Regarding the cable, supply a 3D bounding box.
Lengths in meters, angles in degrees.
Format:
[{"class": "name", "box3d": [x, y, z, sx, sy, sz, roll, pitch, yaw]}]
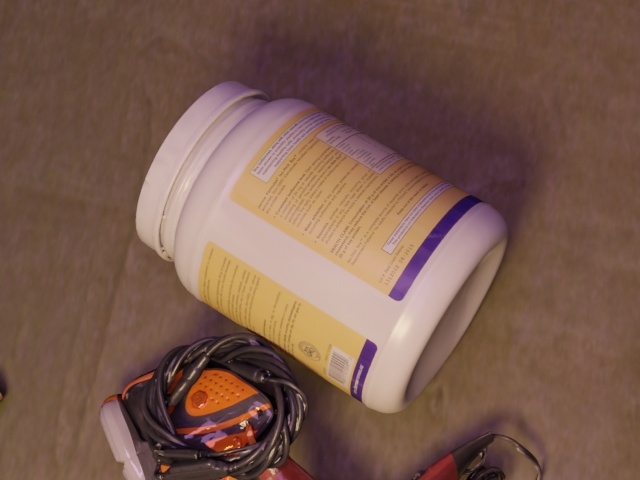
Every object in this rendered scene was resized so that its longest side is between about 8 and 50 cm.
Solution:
[{"class": "cable", "box3d": [-0.094, 0.166, 1.248, 0.184, 0.047, 0.151, -14, 61, 23]}]

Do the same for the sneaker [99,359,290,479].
[{"class": "sneaker", "box3d": [-0.092, 0.260, 1.298, 0.180, 0.124, 0.321, -30, 73, 1]}]

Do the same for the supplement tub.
[{"class": "supplement tub", "box3d": [0.000, 0.000, 1.292, 0.331, 0.241, 0.241, 32, 82, 15]}]

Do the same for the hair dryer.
[{"class": "hair dryer", "box3d": [0.068, 0.285, 1.273, 0.293, 0.080, 0.224, 18, 75, -13]}]

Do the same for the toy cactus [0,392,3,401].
[{"class": "toy cactus", "box3d": [-0.433, 0.228, 1.387, 0.180, 0.112, 0.219, -39, 70, -22]}]
